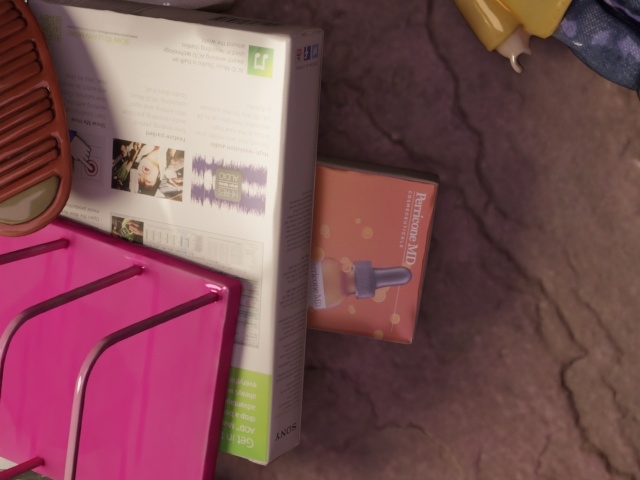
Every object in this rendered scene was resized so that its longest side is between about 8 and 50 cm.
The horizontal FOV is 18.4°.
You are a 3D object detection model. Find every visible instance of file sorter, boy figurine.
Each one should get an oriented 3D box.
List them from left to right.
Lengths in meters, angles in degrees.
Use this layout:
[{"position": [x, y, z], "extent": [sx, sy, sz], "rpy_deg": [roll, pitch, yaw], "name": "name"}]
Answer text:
[{"position": [-0.238, 0.100, 1.431], "extent": [0.291, 0.182, 0.202], "rpy_deg": [19, 111, 26], "name": "file sorter"}, {"position": [0.171, -0.224, 1.510], "extent": [0.285, 0.092, 0.177], "rpy_deg": [36, 99, -4], "name": "boy figurine"}]

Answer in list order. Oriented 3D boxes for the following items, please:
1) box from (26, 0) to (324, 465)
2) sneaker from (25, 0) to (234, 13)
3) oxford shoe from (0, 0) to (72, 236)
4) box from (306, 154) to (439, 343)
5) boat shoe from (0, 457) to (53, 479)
[{"position": [-0.116, -0.013, 1.475], "extent": [0.232, 0.058, 0.322], "rpy_deg": [12, 106, 28], "name": "box"}, {"position": [-0.171, -0.220, 1.540], "extent": [0.212, 0.080, 0.094], "rpy_deg": [4, 91, 5], "name": "sneaker"}, {"position": [-0.275, -0.145, 1.485], "extent": [0.123, 0.130, 0.348], "rpy_deg": [-24, 72, -8], "name": "oxford shoe"}, {"position": [0.000, 0.000, 1.541], "extent": [0.171, 0.091, 0.130], "rpy_deg": [9, 96, 3], "name": "box"}, {"position": [-0.198, 0.178, 1.598], "extent": [0.142, 0.049, 0.040], "rpy_deg": [-3, 115, 5], "name": "boat shoe"}]
